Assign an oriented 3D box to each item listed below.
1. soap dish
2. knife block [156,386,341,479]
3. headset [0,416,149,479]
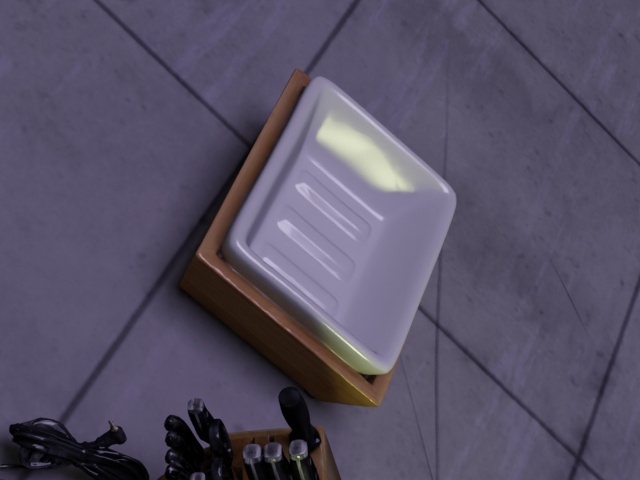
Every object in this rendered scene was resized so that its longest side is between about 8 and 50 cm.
[{"bbox_3d":[0.000,0.000,1.518,0.229,0.118,0.290,40,44,-16],"label":"soap dish"},{"bbox_3d":[-0.019,0.210,1.275,0.276,0.242,0.088,19,54,-33],"label":"knife block"},{"bbox_3d":[-0.183,0.272,1.109,0.185,0.243,0.394,28,25,-29],"label":"headset"}]
